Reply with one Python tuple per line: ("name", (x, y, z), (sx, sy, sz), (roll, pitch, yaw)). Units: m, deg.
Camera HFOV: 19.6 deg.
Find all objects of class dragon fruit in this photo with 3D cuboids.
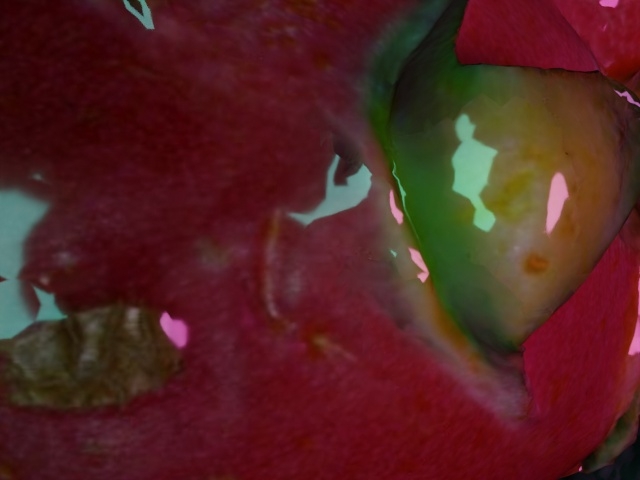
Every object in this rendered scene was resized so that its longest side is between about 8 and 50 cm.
("dragon fruit", (0.000, 0.000, 0.555), (0.226, 0.305, 0.305), (2, 84, 6))
